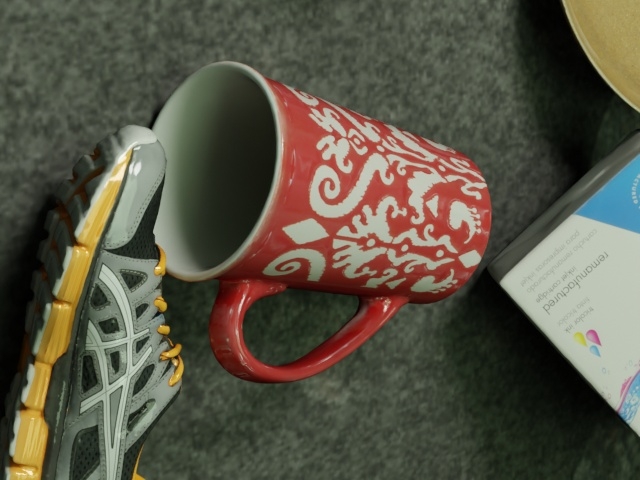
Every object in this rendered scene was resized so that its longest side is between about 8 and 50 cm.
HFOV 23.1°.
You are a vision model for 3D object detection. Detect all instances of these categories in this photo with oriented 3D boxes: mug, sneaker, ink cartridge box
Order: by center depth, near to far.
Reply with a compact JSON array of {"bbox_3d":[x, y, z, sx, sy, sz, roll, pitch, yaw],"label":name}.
[{"bbox_3d":[-0.105,0.047,0.782,0.083,0.084,0.215,11,105,-16],"label":"sneaker"},{"bbox_3d":[-0.005,-0.006,0.846,0.169,0.113,0.150,12,108,-42],"label":"mug"},{"bbox_3d":[0.229,0.060,0.962,0.134,0.078,0.231,-43,95,4],"label":"ink cartridge box"}]

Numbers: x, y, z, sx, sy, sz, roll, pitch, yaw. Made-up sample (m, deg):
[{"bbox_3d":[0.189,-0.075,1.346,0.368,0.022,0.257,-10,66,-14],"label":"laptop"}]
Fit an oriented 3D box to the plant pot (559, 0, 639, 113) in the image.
[{"bbox_3d":[0.241,-0.178,0.988,0.236,0.032,0.236,1,87,-22],"label":"plant pot"}]
